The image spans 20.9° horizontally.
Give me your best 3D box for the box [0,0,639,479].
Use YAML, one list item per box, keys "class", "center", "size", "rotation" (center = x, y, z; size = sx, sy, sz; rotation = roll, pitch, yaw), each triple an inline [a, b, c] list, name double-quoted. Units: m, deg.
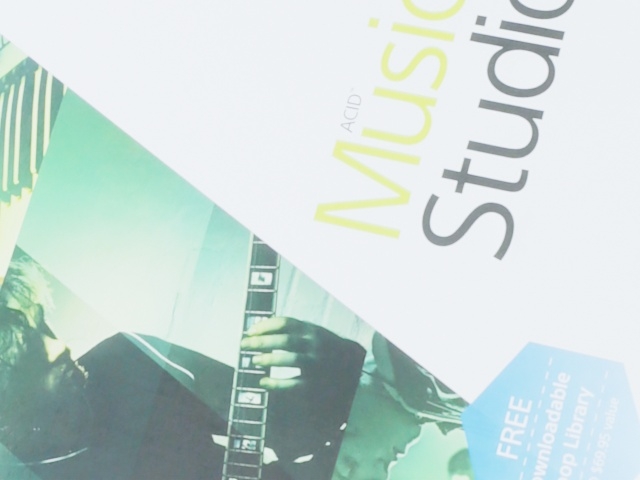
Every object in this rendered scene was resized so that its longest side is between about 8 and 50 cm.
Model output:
- class: "box"
  center: [0.000, 0.000, 0.580]
  size: [0.322, 0.232, 0.058]
  rotation: [12, -13, 17]
